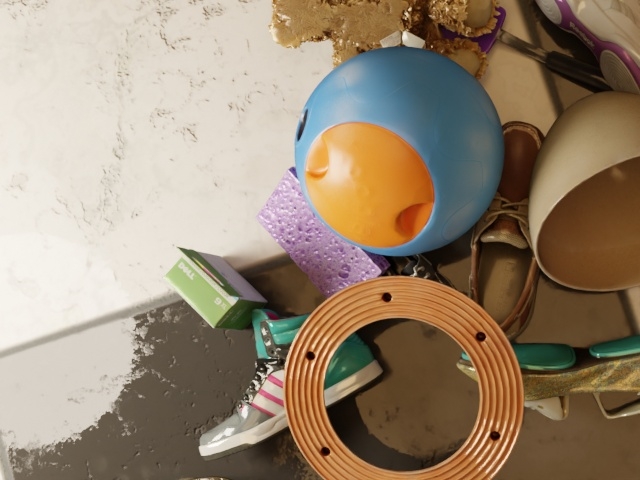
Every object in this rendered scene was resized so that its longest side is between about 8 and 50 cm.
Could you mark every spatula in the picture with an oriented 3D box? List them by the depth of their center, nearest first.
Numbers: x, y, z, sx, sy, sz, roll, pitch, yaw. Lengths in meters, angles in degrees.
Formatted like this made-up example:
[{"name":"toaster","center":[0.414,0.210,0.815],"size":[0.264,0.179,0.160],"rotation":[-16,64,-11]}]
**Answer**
[{"name":"spatula","center":[0.316,-0.282,1.645],"size":[0.296,0.030,0.084],"rotation":[25,92,13]}]

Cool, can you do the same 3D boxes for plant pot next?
[{"name":"plant pot","center":[0.402,-0.091,1.505],"size":[0.284,0.284,0.191],"rotation":[-20,50,10]}]

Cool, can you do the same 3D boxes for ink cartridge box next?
[{"name":"ink cartridge box","center":[-0.159,0.072,1.624],"size":[0.109,0.209,0.062],"rotation":[43,94,12]}]

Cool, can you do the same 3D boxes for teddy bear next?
[{"name":"teddy bear","center":[0.097,-0.329,1.651],"size":[0.338,0.113,0.245],"rotation":[-2,110,15]}]

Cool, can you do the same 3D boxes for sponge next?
[{"name":"sponge","center":[0.000,0.000,1.659],"size":[0.210,0.031,0.117],"rotation":[48,130,11]}]

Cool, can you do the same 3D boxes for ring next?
[{"name":"ring","center":[0.114,0.213,1.546],"size":[0.336,0.032,0.336],"rotation":[1,97,11]}]

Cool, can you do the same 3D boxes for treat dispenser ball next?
[{"name":"treat dispenser ball","center":[0.108,-0.122,1.528],"size":[0.288,0.288,0.288],"rotation":[-1,85,12]}]

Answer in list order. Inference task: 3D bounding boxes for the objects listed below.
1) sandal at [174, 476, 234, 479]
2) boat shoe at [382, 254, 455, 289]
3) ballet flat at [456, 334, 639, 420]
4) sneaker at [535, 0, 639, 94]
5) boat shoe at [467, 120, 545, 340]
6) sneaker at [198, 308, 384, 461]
[{"name":"sandal","center":[-0.184,0.404,1.684],"size":[0.219,0.060,0.090],"rotation":[-7,78,26]},{"name":"boat shoe","center":[0.129,0.052,1.635],"size":[0.075,0.065,0.206],"rotation":[-44,74,6]},{"name":"ballet flat","center":[0.369,0.196,1.558],"size":[0.348,0.123,0.123],"rotation":[-7,84,11]},{"name":"sneaker","center":[0.439,-0.309,1.568],"size":[0.152,0.114,0.305],"rotation":[-34,73,-9]},{"name":"boat shoe","center":[0.275,-0.014,1.587],"size":[0.123,0.116,0.324],"rotation":[4,86,12]},{"name":"sneaker","center":[-0.076,0.191,1.638],"size":[0.295,0.124,0.178],"rotation":[-28,85,0]}]
